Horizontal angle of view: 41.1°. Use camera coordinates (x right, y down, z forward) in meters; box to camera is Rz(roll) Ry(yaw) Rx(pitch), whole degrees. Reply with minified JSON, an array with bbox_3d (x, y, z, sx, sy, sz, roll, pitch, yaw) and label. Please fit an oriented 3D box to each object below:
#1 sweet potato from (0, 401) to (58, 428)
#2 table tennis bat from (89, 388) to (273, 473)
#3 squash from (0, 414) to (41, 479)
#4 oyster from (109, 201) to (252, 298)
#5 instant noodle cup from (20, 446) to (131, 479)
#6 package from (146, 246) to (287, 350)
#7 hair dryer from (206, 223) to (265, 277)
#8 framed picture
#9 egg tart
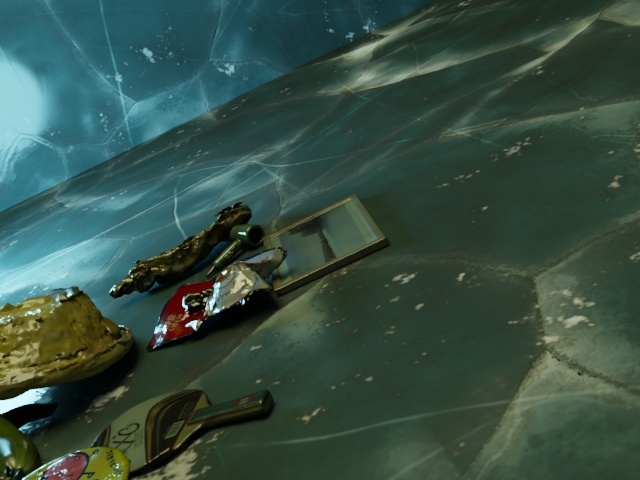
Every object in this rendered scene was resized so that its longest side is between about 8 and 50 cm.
[{"bbox_3d":[-0.554,0.315,1.407,0.249,0.059,0.069,-12,56,3],"label":"sweet potato"},{"bbox_3d":[-0.201,0.258,1.183,0.301,0.022,0.173,-19,22,23],"label":"table tennis bat"},{"bbox_3d":[-0.471,0.315,1.270,0.080,0.071,0.318,13,0,-32],"label":"squash"},{"bbox_3d":[-0.283,0.030,1.779,0.345,0.078,0.128,-34,1,-17],"label":"oyster"},{"bbox_3d":[-0.250,0.329,0.889,0.182,0.144,0.182,-22,19,8],"label":"instant noodle cup"},{"bbox_3d":[-0.178,0.098,1.498,0.269,0.071,0.194,-29,14,29],"label":"package"},{"bbox_3d":[-0.181,0.025,1.717,0.071,0.047,0.150,0,42,53],"label":"hair dryer"},{"bbox_3d":[0.000,0.000,1.585,0.213,0.016,0.289,-25,20,1],"label":"framed picture"},{"bbox_3d":[-0.500,0.172,1.477,0.345,0.132,0.345,-14,9,2],"label":"egg tart"}]
